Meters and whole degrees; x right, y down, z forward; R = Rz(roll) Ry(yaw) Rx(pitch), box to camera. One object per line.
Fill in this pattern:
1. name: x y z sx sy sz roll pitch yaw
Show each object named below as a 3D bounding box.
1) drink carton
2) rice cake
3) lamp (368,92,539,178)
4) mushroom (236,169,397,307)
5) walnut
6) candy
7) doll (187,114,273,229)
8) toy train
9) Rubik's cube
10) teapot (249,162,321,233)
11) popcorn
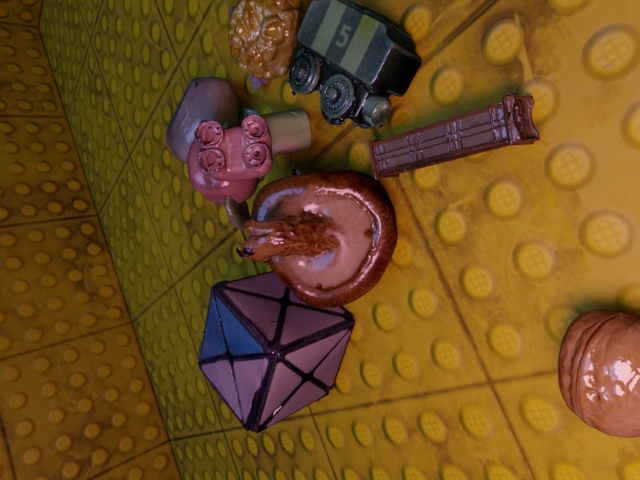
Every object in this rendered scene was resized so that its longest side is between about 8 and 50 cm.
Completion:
1. drink carton: -0.108 -0.283 1.185 0.144 0.142 0.146 36 136 57
2. rice cake: -0.213 -0.565 1.319 0.055 0.049 0.270 -27 80 61
3. lamp: 0.245 -0.195 0.887 0.325 0.090 0.089 -8 93 47
4. mushroom: 0.000 0.000 1.015 0.345 0.259 0.345 2 103 9
5. walnut: 0.461 0.207 0.704 0.165 0.165 0.197 20 111 43
6. candy: -0.358 -0.368 1.403 0.295 0.185 0.295 -34 45 43
7. doll: -0.205 -0.178 1.113 0.216 0.268 0.284 -5 79 5
8. toy train: 0.066 -0.385 0.992 0.299 0.167 0.238 44 119 29
9. Rubik's cube: -0.135 0.286 1.251 0.305 0.310 0.307 36 122 35
10. teapot: -0.079 -0.080 1.216 0.183 0.183 0.251 46 119 30
11. popcorn: -0.127 -0.529 1.138 0.181 0.217 0.235 23 112 12
